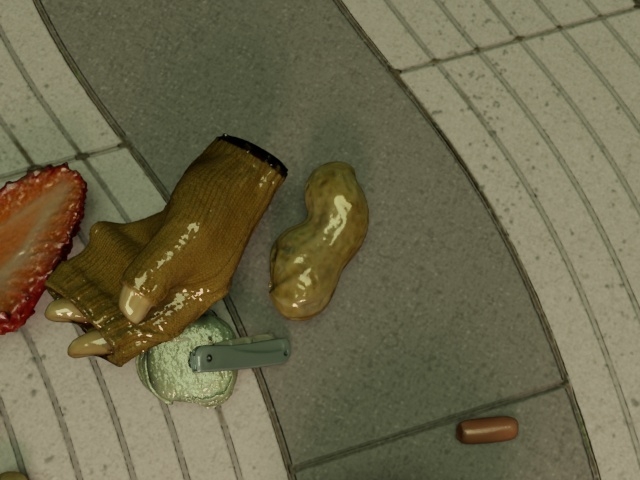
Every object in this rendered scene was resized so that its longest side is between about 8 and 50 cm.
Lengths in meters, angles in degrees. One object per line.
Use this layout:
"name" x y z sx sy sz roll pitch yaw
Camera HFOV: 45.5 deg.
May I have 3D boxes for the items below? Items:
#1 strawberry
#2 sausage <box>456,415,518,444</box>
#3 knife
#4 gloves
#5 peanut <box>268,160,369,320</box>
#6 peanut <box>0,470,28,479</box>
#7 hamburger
"strawberry" -0.411 0.028 0.997 0.188 0.106 0.286 37 68 18
"sausage" 0.225 0.255 1.026 0.083 0.034 0.034 -5 80 -4
"knife" -0.100 0.144 0.984 0.162 0.023 0.044 3 82 -47
"gloves" -0.182 0.015 0.962 0.356 0.203 0.155 -43 116 -16
"peanut" 0.000 0.000 1.032 0.103 0.098 0.229 35 75 -29
"peanut" -0.403 0.385 0.952 0.082 0.082 0.187 13 79 0
"hamburger" -0.174 0.153 1.012 0.140 0.062 0.133 17 80 -2
